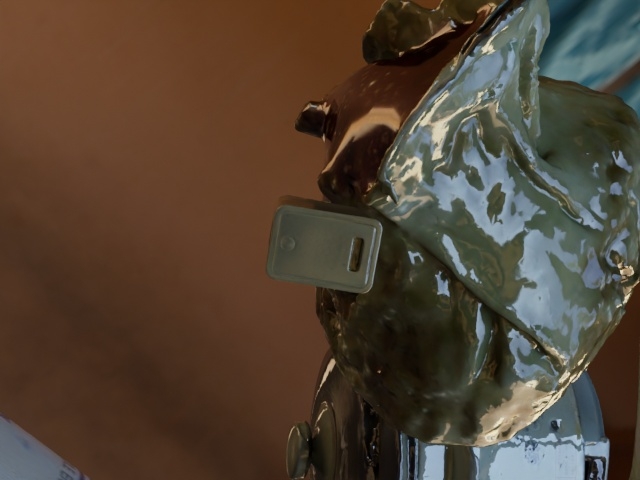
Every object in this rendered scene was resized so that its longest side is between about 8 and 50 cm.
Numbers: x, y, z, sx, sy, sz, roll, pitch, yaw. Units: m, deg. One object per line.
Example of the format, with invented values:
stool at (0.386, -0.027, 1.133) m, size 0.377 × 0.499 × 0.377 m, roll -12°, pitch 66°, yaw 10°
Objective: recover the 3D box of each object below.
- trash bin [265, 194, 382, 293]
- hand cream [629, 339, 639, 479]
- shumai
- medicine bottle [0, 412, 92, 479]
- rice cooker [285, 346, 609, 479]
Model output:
trash bin at (0.000, 0.000, 0.984) m, size 0.061 × 0.043 × 0.092 m, roll 9°, pitch 6°, yaw -4°
hand cream at (0.200, 0.097, 0.936) m, size 0.078 × 0.050 × 0.205 m, roll 37°, pitch -30°, yaw 37°
shumai at (0.110, -0.027, 1.259) m, size 0.292 × 0.330 × 0.288 m, roll 13°, pitch -17°, yaw 5°
medicine bottle at (-0.167, 0.216, 0.920) m, size 0.332 × 0.190 × 0.190 m, roll 38°, pitch -1°, yaw -9°
rice cooker at (0.113, 0.208, 1.647) m, size 0.316 × 0.316 × 0.264 m, roll -145°, pitch -120°, yaw -79°
